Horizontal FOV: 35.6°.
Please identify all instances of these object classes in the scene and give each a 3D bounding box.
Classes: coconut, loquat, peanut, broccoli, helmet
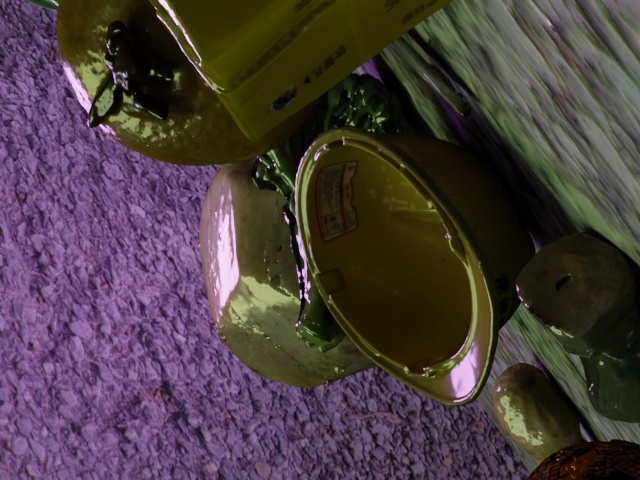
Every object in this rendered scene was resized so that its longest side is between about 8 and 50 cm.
[{"bbox_3d":[0.000,0.000,1.314,0.352,0.353,0.352,54,179,1],"label":"coconut"},{"bbox_3d":[-0.104,-0.166,0.819,0.244,0.244,0.244,54,179,1],"label":"loquat"},{"bbox_3d":[0.307,0.261,1.291,0.228,0.086,0.104,53,160,4],"label":"peanut"},{"bbox_3d":[-0.008,-0.052,0.954,0.198,0.274,0.177,39,143,-25],"label":"broccoli"},{"bbox_3d":[0.099,0.001,0.817,0.257,0.140,0.205,40,138,39],"label":"helmet"}]

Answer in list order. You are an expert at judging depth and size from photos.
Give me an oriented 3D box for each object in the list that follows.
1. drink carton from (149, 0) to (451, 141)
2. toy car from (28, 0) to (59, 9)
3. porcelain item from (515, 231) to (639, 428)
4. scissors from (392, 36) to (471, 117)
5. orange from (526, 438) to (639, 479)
[{"bbox_3d":[-0.074,-0.235,0.467,0.351,0.155,0.111,54,180,16],"label":"drink carton"},{"bbox_3d":[-0.264,-0.369,1.355,0.359,0.213,0.176,19,-152,-44],"label":"toy car"},{"bbox_3d":[0.214,0.088,0.701,0.215,0.069,0.081,49,178,-36],"label":"porcelain item"},{"bbox_3d":[0.033,-0.190,0.788,0.300,0.022,0.109,53,-179,34],"label":"scissors"},{"bbox_3d":[0.253,0.264,0.784,0.234,0.182,0.234,33,-173,-5],"label":"orange"}]
